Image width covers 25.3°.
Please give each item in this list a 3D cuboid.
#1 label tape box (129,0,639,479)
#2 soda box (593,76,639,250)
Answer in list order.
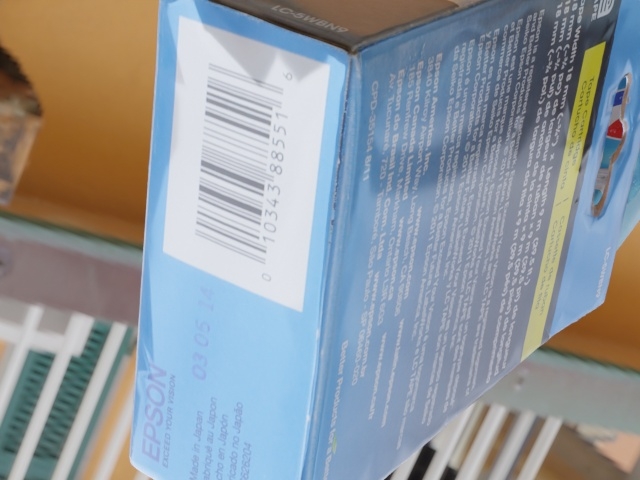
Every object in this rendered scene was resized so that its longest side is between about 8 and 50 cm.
[{"bbox_3d":[0.053,-0.031,0.728,0.105,0.241,0.333,22,-151,28],"label":"label tape box"},{"bbox_3d":[0.227,-0.070,1.086,0.067,0.071,0.210,17,-129,35],"label":"soda box"}]
